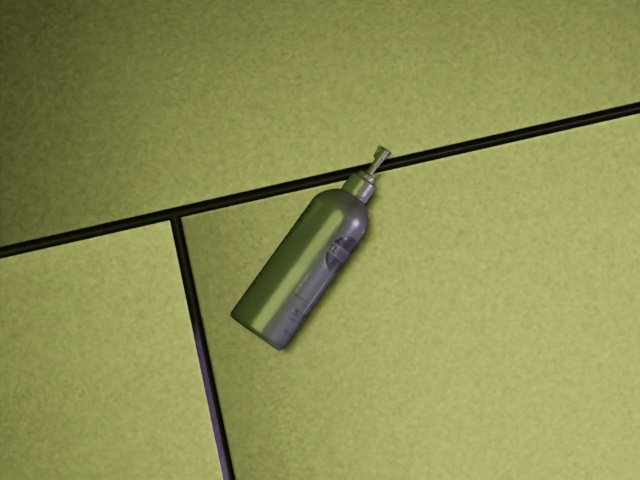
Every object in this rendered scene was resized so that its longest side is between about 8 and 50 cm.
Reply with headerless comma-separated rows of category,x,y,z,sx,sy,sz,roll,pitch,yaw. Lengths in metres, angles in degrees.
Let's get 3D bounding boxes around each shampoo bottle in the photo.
shampoo bottle,0.000,0.000,1.352,0.056,0.056,0.195,35,88,7
